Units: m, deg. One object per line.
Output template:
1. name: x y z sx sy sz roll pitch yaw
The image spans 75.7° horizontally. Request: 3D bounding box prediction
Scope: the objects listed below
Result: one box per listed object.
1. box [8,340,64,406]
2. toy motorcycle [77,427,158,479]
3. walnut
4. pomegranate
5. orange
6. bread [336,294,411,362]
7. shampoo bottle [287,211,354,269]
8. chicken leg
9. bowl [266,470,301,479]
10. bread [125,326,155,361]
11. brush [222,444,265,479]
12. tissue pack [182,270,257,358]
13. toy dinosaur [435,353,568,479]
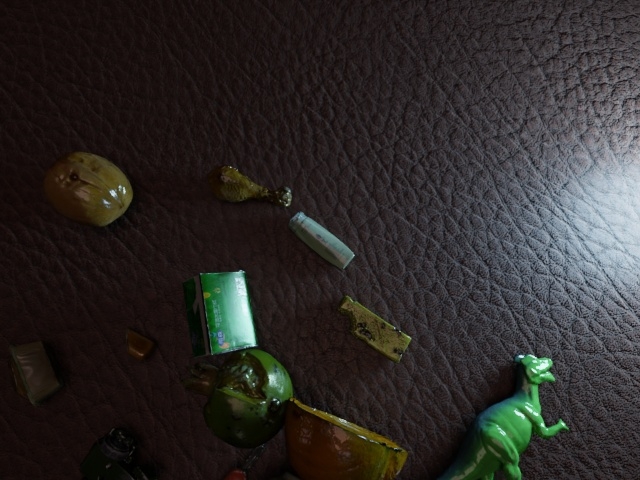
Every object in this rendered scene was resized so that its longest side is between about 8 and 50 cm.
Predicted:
1. box: -0.758 0.348 1.085 0.111 0.111 0.177 -27 81 -7
2. toy motorcycle: -0.501 0.621 1.036 0.275 0.127 0.205 32 78 11
3. walnut: -0.639 -0.141 1.142 0.221 0.195 0.195 30 79 7
4. pomegranate: -0.218 0.393 1.058 0.301 0.236 0.236 5 77 30
5. orange: 0.052 0.475 0.980 0.274 0.274 0.310 -22 114 -7
6. bread: 0.142 0.250 1.168 0.226 0.049 0.088 32 79 5
7. shampoo bottle: 0.000 0.000 1.211 0.212 0.049 0.072 37 84 5
8. chicken leg: -0.207 -0.149 1.211 0.251 0.107 0.087 14 61 -8
9. bowl: -0.058 0.654 1.002 0.237 0.238 0.126 26 63 3
10. bread: -0.510 0.288 1.130 0.103 0.049 0.062 26 45 4
11. brush: -0.245 0.669 1.072 0.070 0.051 0.323 36 82 11
12. tissue pack: -0.285 0.203 1.118 0.148 0.156 0.209 1 72 -46
13. toy dinosaur: 0.413 0.489 1.091 0.499 0.144 0.375 4 74 -6
